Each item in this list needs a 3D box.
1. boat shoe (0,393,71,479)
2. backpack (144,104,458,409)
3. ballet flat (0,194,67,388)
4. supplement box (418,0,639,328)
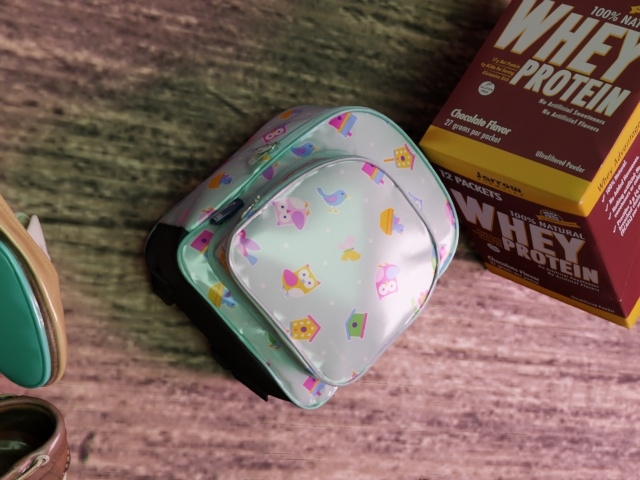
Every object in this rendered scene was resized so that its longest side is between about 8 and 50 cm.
[{"bbox_3d":[-0.266,0.146,0.784,0.257,0.095,0.095,-19,62,-35],"label":"boat shoe"},{"bbox_3d":[0.000,0.000,0.918,0.188,0.144,0.166,-47,109,-22],"label":"backpack"},{"bbox_3d":[-0.211,-0.017,0.834,0.232,0.080,0.073,62,35,-22],"label":"ballet flat"},{"bbox_3d":[0.198,-0.075,0.991,0.191,0.129,0.194,-57,146,-15],"label":"supplement box"}]
